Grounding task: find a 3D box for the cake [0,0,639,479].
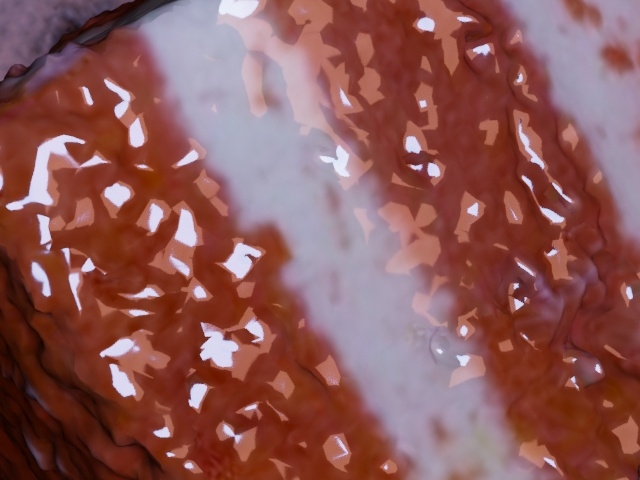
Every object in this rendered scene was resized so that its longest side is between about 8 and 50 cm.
[{"bbox_3d":[0.000,0.000,0.718,0.319,0.269,0.270,-35,102,-23],"label":"cake"}]
